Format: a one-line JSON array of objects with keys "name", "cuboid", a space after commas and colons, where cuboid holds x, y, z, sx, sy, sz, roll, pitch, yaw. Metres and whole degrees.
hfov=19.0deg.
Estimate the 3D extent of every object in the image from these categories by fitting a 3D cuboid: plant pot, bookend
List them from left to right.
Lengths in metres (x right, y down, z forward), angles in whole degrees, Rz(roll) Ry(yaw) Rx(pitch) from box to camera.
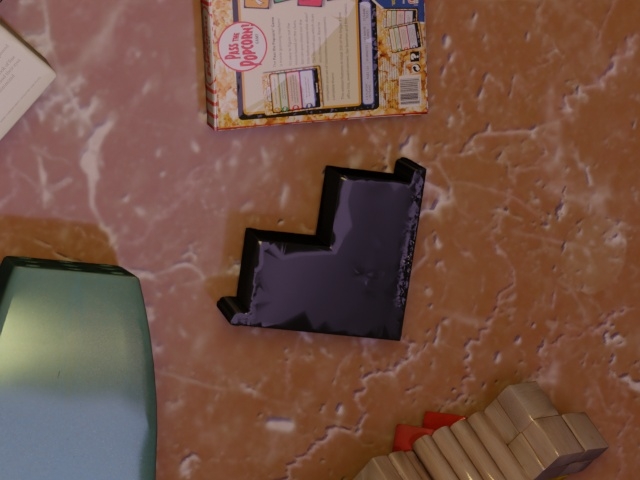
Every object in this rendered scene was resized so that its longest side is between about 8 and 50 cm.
[{"name": "plant pot", "cuboid": [-0.224, 0.136, 1.624, 0.165, 0.166, 0.234, 6, 92, -15]}, {"name": "bookend", "cuboid": [0.000, 0.000, 1.689, 0.157, 0.072, 0.156, 5, 100, -14]}]

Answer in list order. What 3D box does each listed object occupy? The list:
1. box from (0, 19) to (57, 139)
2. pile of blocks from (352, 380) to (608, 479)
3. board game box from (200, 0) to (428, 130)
[{"name": "box", "cuboid": [-0.324, -0.149, 1.567, 0.170, 0.091, 0.130, 42, 91, -18]}, {"name": "pile of blocks", "cuboid": [0.082, 0.235, 1.758, 0.362, 0.149, 0.112, -25, 64, -17]}, {"name": "board game box", "cuboid": [-0.005, -0.177, 1.663, 0.193, 0.045, 0.146, -5, 103, -13]}]
